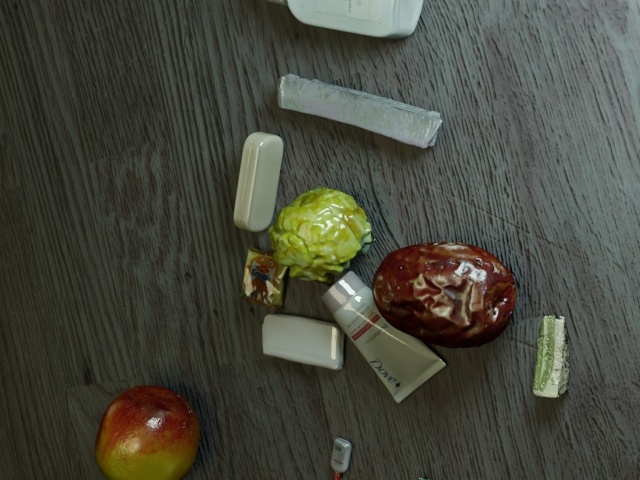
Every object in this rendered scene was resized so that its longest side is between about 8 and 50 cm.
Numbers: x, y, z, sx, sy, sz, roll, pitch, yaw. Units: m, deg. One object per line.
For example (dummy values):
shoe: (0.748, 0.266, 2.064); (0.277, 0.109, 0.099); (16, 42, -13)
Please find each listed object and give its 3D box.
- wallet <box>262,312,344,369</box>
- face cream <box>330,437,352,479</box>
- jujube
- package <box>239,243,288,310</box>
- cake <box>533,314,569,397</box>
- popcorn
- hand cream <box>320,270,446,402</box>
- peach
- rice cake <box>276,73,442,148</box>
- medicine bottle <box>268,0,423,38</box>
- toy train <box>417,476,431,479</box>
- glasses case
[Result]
wallet: (-0.037, 0.195, 2.003); (0.190, 0.033, 0.095); (10, 101, 33)
face cream: (0.038, 0.430, 1.993); (0.040, 0.021, 0.083); (19, 107, 31)
jujube: (0.215, 0.090, 1.737); (0.243, 0.183, 0.183); (8, 102, 41)
package: (-0.112, 0.077, 2.038); (0.108, 0.031, 0.120); (17, 106, 31)
cake: (0.392, 0.196, 1.712); (0.051, 0.055, 0.139); (2, 81, 36)
popcorn: (0.000, 0.000, 1.873); (0.198, 0.198, 0.212); (33, 138, 27)
hand cream: (0.105, 0.176, 1.883); (0.248, 0.083, 0.133); (48, 123, 8)
peach: (-0.365, 0.419, 2.148); (0.231, 0.231, 0.230); (6, 100, 34)
rice cake: (0.068, -0.239, 1.850); (0.365, 0.056, 0.072); (19, 108, 31)
medicine bottle: (0.035, -0.455, 1.811); (0.296, 0.111, 0.161); (16, 105, 30)
toy train: (0.196, 0.478, 1.872); (0.033, 0.053, 0.083); (-35, 76, 33)
glasses case: (-0.121, -0.113, 1.984); (0.050, 0.083, 0.196); (19, 106, 31)
